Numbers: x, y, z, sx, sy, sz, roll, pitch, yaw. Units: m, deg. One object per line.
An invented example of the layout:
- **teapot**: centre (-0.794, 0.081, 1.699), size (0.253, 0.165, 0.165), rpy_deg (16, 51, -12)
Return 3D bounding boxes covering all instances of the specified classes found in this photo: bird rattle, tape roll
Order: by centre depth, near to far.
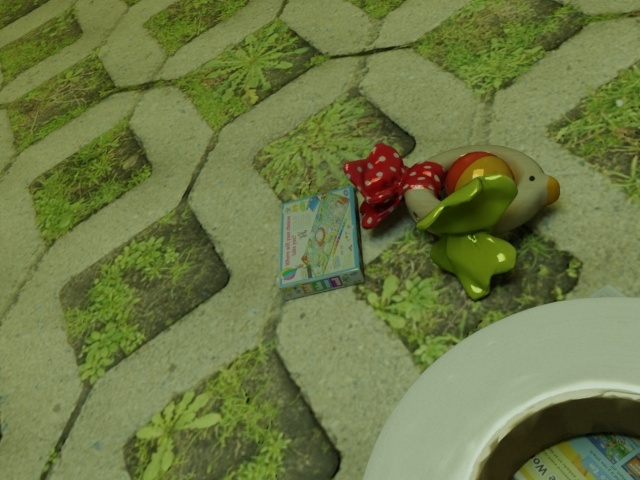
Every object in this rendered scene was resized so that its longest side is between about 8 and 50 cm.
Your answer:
- **tape roll**: centre (0.216, 0.217, 0.529), size (0.391, 0.072, 0.392), rpy_deg (-15, 45, 16)
- **bird rattle**: centre (0.161, -0.049, 0.856), size (0.206, 0.143, 0.253), rpy_deg (-24, 28, -16)

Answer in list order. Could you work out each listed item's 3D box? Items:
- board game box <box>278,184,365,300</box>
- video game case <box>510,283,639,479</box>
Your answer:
- **board game box**: centre (0.000, 0.000, 0.916), size (0.103, 0.026, 0.154), rpy_deg (-13, 44, 12)
- **video game case**: centre (0.261, 0.162, 0.636), size (0.206, 0.026, 0.227), rpy_deg (-32, 44, -8)
